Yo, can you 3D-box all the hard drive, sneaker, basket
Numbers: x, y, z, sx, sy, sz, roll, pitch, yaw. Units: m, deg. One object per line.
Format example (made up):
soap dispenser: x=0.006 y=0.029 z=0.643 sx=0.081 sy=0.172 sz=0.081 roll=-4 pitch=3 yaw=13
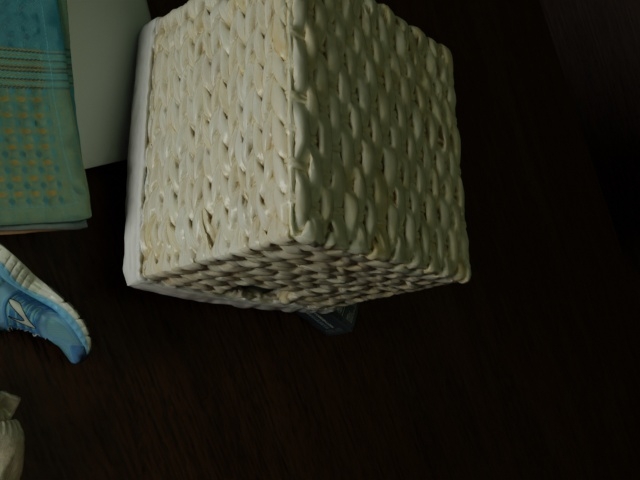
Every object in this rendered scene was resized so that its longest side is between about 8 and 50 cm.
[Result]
hard drive: x=-0.275 y=-0.238 z=0.763 sx=0.203 sy=0.040 sz=0.308 roll=-25 pitch=107 yaw=-50
sneaker: x=-0.299 y=0.072 z=0.671 sx=0.162 sy=0.063 sz=0.073 roll=48 pitch=63 yaw=-22
basket: x=-0.019 y=-0.101 z=0.797 sx=0.328 sy=0.266 sz=0.332 roll=14 pitch=68 yaw=-46

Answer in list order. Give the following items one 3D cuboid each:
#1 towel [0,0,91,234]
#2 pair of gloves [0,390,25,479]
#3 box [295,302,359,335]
towel: x=-0.392 y=-0.132 z=0.573 sx=0.370 sy=0.040 sz=0.272 roll=-6 pitch=89 yaw=-41
pair of gloves: x=-0.363 y=0.195 z=0.553 sx=0.240 sy=0.042 sz=0.204 roll=32 pitch=55 yaw=-40
box: x=0.000 y=0.000 z=1.033 sx=0.183 sy=0.059 sz=0.233 roll=41 pitch=50 yaw=-34
